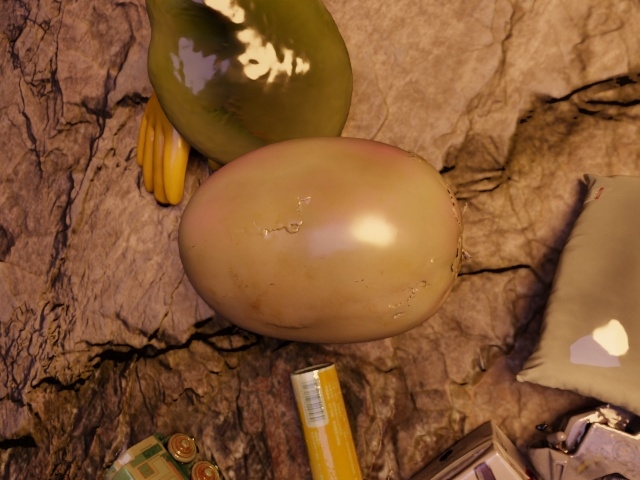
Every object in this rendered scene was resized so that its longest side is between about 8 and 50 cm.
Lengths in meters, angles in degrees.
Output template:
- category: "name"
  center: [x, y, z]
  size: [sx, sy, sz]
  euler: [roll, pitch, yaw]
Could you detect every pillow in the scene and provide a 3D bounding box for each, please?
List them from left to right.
- category: "pillow"
  center: [0.306, 0.048, 0.401]
  size: [0.144, 0.078, 0.254]
  euler: [22, 73, 20]

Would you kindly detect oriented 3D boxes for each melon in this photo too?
- category: "melon"
  center: [0.000, 0.000, 0.456]
  size: [0.316, 0.223, 0.224]
  euler: [0, 86, 20]

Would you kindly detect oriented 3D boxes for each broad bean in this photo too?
- category: "broad bean"
  center: [-0.089, -0.213, 0.506]
  size: [0.238, 0.119, 0.291]
  euler: [-41, 114, 1]

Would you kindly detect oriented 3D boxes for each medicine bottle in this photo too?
- category: "medicine bottle"
  center: [0.016, 0.269, 0.514]
  size: [0.073, 0.074, 0.219]
  euler: [-17, 79, 16]

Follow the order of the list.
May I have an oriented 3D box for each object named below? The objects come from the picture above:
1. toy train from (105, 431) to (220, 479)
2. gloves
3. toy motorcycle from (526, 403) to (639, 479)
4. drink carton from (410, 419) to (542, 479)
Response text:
- category: "toy train"
  center: [-0.188, 0.349, 0.547]
  size: [0.194, 0.125, 0.081]
  euler: [41, 102, 17]
- category: "gloves"
  center: [-0.204, -0.192, 0.616]
  size: [0.133, 0.116, 0.295]
  euler: [35, 108, 45]
- category: "toy motorcycle"
  center: [0.294, 0.185, 0.429]
  size: [0.122, 0.080, 0.216]
  euler: [17, 81, 20]
- category: "drink carton"
  center: [0.208, 0.330, 0.433]
  size: [0.134, 0.101, 0.222]
  euler: [-44, 73, 13]
